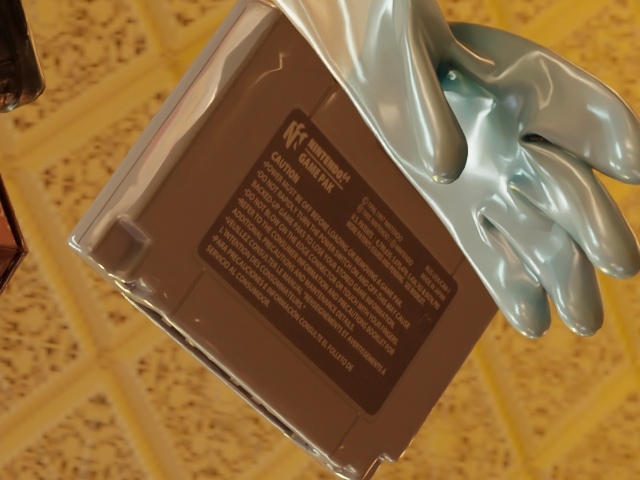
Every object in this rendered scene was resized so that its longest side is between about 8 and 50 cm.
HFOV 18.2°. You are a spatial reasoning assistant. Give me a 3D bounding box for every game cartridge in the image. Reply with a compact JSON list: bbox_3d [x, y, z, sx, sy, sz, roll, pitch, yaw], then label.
[{"bbox_3d":[0.000,0.000,1.140,0.196,0.060,0.294,-52,-44,-9],"label":"game cartridge"}]

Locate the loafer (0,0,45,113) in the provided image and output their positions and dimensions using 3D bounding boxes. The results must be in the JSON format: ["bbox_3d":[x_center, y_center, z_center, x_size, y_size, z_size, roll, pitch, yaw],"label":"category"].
[{"bbox_3d":[-0.156,-0.140,0.695,0.078,0.076,0.223,-9,-107,-37],"label":"loafer"}]

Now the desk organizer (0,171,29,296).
[{"bbox_3d":[-0.153,0.029,0.673,0.050,0.047,0.130,11,-52,-36],"label":"desk organizer"}]

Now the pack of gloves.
[{"bbox_3d":[0.029,-0.099,0.526,0.046,0.232,0.195,-8,-46,-30],"label":"pack of gloves"}]
